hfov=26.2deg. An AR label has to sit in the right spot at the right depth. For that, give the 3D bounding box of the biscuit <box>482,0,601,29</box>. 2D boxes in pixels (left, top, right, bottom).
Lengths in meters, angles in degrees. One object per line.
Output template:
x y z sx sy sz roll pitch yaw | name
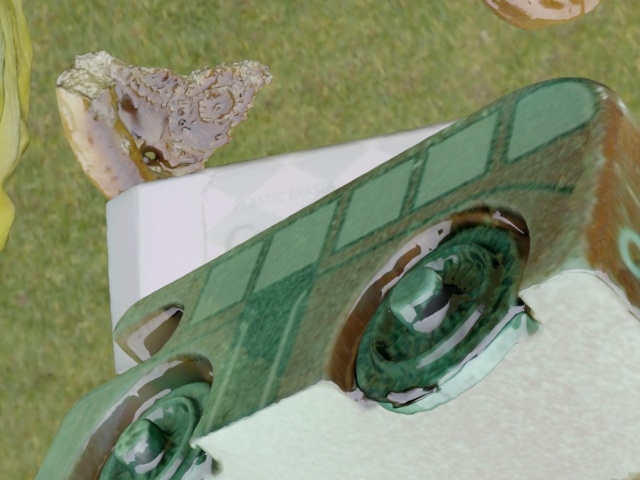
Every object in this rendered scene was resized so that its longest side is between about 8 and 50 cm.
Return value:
0.122 -0.205 0.701 0.295 0.044 0.186 -17 101 -37 | biscuit

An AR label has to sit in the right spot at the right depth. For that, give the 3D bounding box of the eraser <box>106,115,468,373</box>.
0.000 0.000 1.275 0.397 0.082 0.213 -14 117 -28 | eraser

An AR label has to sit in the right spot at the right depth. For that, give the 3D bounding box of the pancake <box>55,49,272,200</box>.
-0.151 -0.133 1.491 0.244 0.057 0.266 -34 141 -14 | pancake

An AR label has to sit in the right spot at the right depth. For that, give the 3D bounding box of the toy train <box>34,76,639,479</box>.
0.031 0.056 0.527 0.326 0.159 0.129 -29 121 37 | toy train

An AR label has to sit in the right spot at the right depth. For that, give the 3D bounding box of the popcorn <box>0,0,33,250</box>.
-0.197 -0.029 0.470 0.233 0.266 0.192 -19 98 -40 | popcorn
